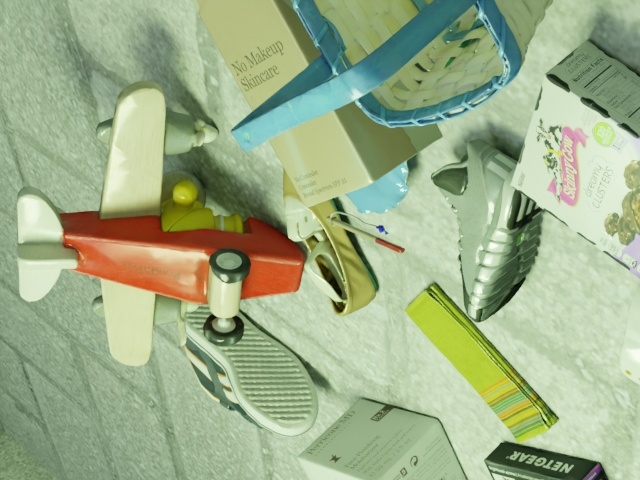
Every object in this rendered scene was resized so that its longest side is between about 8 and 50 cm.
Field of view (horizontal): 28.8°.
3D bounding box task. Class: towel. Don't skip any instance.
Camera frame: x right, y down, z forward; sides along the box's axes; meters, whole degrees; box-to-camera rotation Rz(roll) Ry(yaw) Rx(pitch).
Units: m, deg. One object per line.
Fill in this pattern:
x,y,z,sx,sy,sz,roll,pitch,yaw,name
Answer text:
0.203,0.164,1.622,0.237,0.021,0.102,48,151,6,towel

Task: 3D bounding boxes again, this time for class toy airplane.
-0.260,-0.012,1.834,0.386,0.272,0.384,-29,114,29,toy airplane

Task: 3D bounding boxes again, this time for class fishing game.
0.044,-0.118,1.508,0.189,0.041,0.264,23,133,42,fishing game

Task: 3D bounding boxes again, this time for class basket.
0.068,-0.191,1.117,0.201,0.289,0.255,57,153,-11,basket

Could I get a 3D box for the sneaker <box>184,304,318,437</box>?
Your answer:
-0.114,0.226,2.056,0.321,0.126,0.127,45,149,35,sneaker

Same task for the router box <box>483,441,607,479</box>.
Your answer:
0.313,0.343,1.644,0.179,0.046,0.133,3,125,54,router box

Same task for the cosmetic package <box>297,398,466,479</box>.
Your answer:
0.096,0.353,1.863,0.184,0.151,0.151,7,129,51,cosmetic package

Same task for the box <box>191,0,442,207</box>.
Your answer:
-0.014,-0.208,1.364,0.148,0.121,0.311,-20,102,56,box

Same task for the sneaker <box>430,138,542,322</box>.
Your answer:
0.175,-0.022,1.396,0.132,0.086,0.228,41,140,29,sneaker

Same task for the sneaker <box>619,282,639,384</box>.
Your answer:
0.398,0.163,1.259,0.169,0.108,0.292,14,125,51,sneaker

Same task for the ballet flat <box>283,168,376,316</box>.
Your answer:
0.000,0.000,1.672,0.080,0.073,0.232,-7,117,58,ballet flat

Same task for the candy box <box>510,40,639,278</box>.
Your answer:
0.288,-0.066,1.172,0.196,0.070,0.165,38,149,22,candy box
